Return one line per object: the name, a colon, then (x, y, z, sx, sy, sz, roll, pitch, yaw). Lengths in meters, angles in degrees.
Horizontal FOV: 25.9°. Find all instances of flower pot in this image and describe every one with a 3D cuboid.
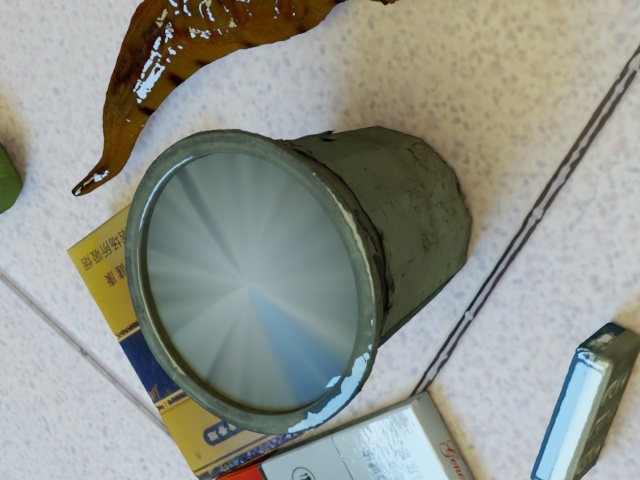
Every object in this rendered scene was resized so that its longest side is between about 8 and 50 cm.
flower pot: (0.000, 0.000, 0.994, 0.212, 0.202, 0.212, 14, 117, 30)

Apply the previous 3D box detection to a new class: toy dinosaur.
toy dinosaur: (-0.097, -0.200, 1.059, 0.432, 0.097, 0.208, -23, 103, 42)

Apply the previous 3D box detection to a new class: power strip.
power strip: (0.192, 0.120, 1.000, 0.032, 0.056, 0.123, 28, 121, 25)

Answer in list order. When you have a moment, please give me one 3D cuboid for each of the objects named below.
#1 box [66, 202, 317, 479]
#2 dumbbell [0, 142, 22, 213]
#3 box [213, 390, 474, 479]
box: (-0.096, 0.070, 1.175, 0.152, 0.070, 0.237, -31, 87, 38)
dumbbell: (-0.391, -0.143, 1.269, 0.108, 0.121, 0.302, -30, 89, 9)
box: (0.023, 0.225, 1.170, 0.245, 0.035, 0.139, -29, 91, 38)
